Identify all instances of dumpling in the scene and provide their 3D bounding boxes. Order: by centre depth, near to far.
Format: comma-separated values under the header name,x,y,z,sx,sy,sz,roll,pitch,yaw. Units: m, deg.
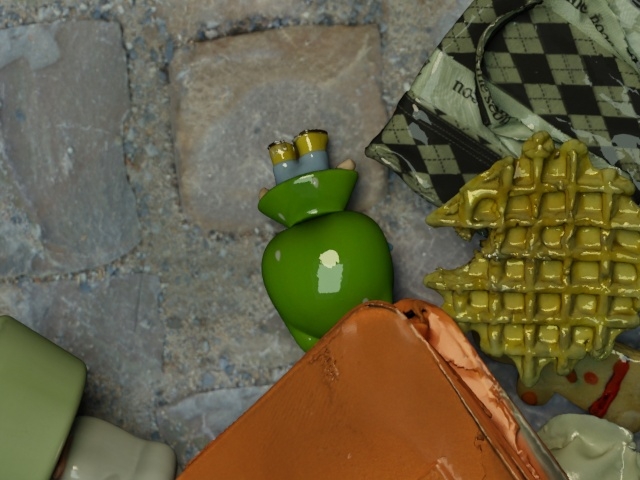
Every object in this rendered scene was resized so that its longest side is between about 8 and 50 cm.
name,x,y,z,sx,sy,sz,roll,pitch,yaw
dumpling,0.283,0.280,1.463,0.181,0.111,0.155,-17,59,10

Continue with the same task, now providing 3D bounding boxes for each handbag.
name,x,y,z,sx,sy,sz,roll,pitch,yaw
handbag,0.037,0.282,1.405,0.410,0.116,0.303,-44,68,22
handbag,0.292,-0.167,1.420,0.317,0.180,0.416,40,106,8

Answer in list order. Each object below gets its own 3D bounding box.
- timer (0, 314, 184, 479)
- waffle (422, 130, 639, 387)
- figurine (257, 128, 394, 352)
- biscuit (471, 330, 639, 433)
name,x,y,z,sx,sy,sz,roll,pitch,yaw
timer,-0.308,0.282,1.546,0.315,0.291,0.290,25,97,-11
waffle,0.244,0.025,1.383,0.261,0.056,0.250,-42,95,19
figurine,0.000,0.000,1.511,0.162,0.143,0.263,-17,76,7
biscuit,0.281,0.139,1.463,0.234,0.030,0.153,29,123,7
